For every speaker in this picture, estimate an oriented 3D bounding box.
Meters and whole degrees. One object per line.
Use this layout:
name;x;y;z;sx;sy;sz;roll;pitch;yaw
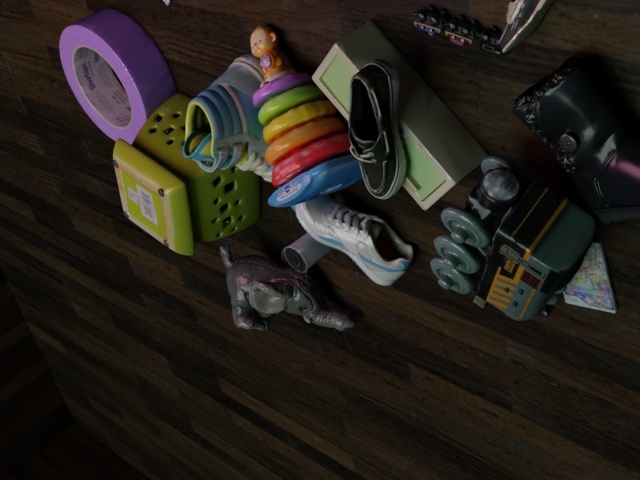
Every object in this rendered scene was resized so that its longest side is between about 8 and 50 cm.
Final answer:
speaker;0.000;0.000;1.771;0.055;0.136;0.055;34;146;27

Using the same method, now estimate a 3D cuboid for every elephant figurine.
elephant figurine;-0.067;0.095;1.977;0.239;0.186;0.169;-11;70;45

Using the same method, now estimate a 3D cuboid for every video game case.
video game case;0.383;0.047;1.435;0.087;0.011;0.122;11;131;48

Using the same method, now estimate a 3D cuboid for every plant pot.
plant pot;-0.270;-0.119;1.939;0.227;0.207;0.228;34;144;29

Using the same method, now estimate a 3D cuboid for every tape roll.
tape roll;-0.416;-0.333;2.023;0.275;0.090;0.275;33;145;27

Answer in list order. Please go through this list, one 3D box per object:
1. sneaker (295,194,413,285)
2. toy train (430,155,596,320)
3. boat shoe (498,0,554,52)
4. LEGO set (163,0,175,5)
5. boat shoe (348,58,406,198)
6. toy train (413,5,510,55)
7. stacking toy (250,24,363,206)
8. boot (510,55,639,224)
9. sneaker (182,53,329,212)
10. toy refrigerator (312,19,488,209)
sneaker;0.061;-0.019;1.711;0.228;0.087;0.092;35;145;-3
toy train;0.268;0.015;1.394;0.190;0.142;0.334;36;162;15
boat shoe;0.255;-0.289;1.220;0.043;0.049;0.137;48;147;12
LEGO set;-0.209;-0.513;1.459;0.255;0.192;0.331;55;149;-6
boat shoe;0.071;-0.149;1.411;0.077;0.070;0.219;20;132;34
toy train;0.191;-0.283;1.333;0.158;0.027;0.036;28;153;33
stacking toy;-0.046;-0.219;1.625;0.175;0.165;0.302;-28;84;50
boot;0.359;-0.130;1.199;0.207;0.094;0.246;53;156;-9
sneaker;-0.126;-0.142;1.721;0.127;0.208;0.319;-4;120;54
toy refrigerator;0.114;-0.184;1.470;0.269;0.094;0.102;50;149;3
